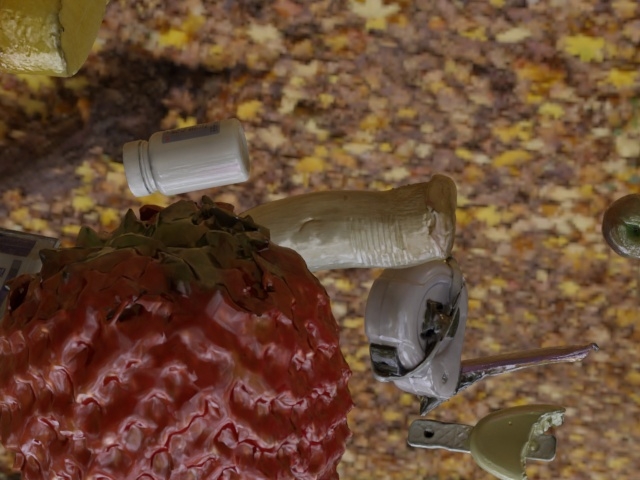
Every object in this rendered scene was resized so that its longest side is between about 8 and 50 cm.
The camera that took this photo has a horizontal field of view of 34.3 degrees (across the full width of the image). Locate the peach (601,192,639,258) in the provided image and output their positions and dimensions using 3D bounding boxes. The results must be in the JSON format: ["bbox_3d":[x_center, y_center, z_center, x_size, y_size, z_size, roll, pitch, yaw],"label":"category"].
[{"bbox_3d":[0.386,-0.017,1.276,0.083,0.083,0.083,7,167,2],"label":"peach"}]

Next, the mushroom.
[{"bbox_3d":[0.000,0.000,1.268,0.351,0.123,0.095,-14,-175,10],"label":"mushroom"}]

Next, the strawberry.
[{"bbox_3d":[-0.097,0.145,0.829,0.267,0.351,0.312,-12,-170,10],"label":"strawberry"}]

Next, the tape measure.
[{"bbox_3d":[0.149,0.123,1.607,0.120,0.236,0.197,6,173,40],"label":"tape measure"}]

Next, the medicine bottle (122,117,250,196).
[{"bbox_3d":[-0.211,-0.128,1.642,0.186,0.103,0.103,-10,165,5],"label":"medicine bottle"}]

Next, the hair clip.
[{"bbox_3d":[0.325,0.232,1.884,0.358,0.096,0.110,-18,138,11],"label":"hair clip"}]

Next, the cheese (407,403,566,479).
[{"bbox_3d":[0.244,0.297,1.553,0.235,0.127,0.050,4,155,25],"label":"cheese"}]

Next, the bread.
[{"bbox_3d":[-0.256,-0.257,1.002,0.094,0.246,0.102,8,141,1],"label":"bread"}]

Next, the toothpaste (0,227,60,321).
[{"bbox_3d":[-0.437,0.104,1.326,0.099,0.283,0.068,25,148,-11],"label":"toothpaste"}]
